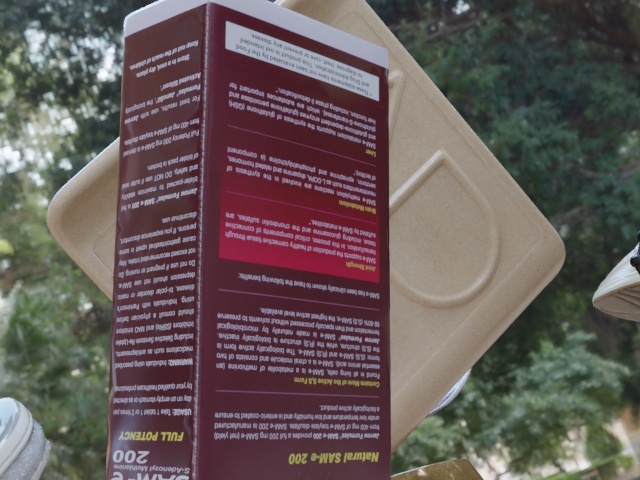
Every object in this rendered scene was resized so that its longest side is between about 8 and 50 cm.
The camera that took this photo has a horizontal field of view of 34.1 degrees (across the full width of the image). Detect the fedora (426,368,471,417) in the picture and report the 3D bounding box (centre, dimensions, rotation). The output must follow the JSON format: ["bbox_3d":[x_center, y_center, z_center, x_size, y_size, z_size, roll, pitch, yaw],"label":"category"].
[{"bbox_3d":[0.028,0.148,1.231,0.276,0.124,0.243,-24,13,28],"label":"fedora"}]

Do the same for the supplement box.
[{"bbox_3d":[-0.031,0.009,0.520,0.073,0.239,0.130,-10,-15,43],"label":"supplement box"}]

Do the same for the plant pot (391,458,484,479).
[{"bbox_3d":[0.124,0.350,1.005,0.237,0.254,0.237,-15,-20,-6],"label":"plant pot"}]

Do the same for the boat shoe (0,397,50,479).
[{"bbox_3d":[-0.285,0.254,0.756,0.103,0.118,0.320,32,-83,-26],"label":"boat shoe"}]

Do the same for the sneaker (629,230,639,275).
[{"bbox_3d":[0.288,-0.026,0.769,0.135,0.276,0.097,-8,-15,-24],"label":"sneaker"}]

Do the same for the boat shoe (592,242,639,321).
[{"bbox_3d":[0.421,0.011,1.182,0.109,0.098,0.302,19,-28,-14],"label":"boat shoe"}]

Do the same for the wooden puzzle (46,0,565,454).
[{"bbox_3d":[0.000,0.000,0.870,0.322,0.348,0.080,-44,15,-16],"label":"wooden puzzle"}]
